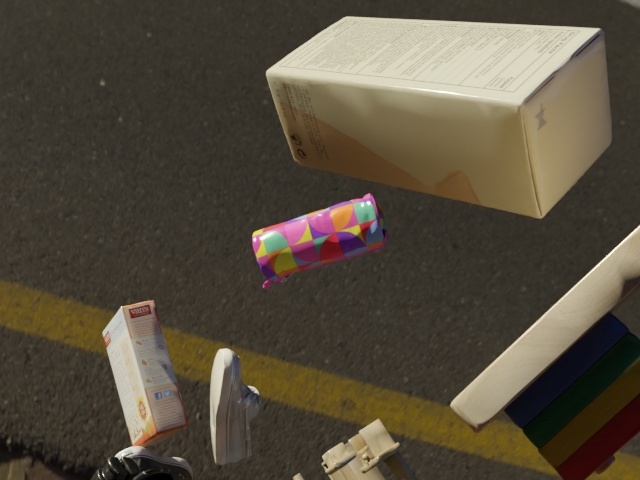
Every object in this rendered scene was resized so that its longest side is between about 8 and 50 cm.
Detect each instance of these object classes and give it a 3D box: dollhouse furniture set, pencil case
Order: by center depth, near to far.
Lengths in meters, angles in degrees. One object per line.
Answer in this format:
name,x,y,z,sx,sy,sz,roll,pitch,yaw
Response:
pencil case,0.000,0.000,1.417,0.236,0.104,0.104,-20,57,10
dollhouse furniture set,-0.032,0.505,1.426,0.355,0.303,0.174,-24,71,-33

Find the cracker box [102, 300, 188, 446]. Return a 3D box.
cracker box,-0.317,0.243,1.486,0.067,0.155,0.232,-11,74,-31

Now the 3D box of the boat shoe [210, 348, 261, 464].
boat shoe,-0.111,0.222,1.097,0.063,0.184,0.066,-4,24,-16

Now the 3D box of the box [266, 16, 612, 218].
box,0.111,-0.135,0.821,0.311,0.121,0.148,18,48,43

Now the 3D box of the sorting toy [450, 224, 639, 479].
sorting toy,0.231,0.053,0.574,0.089,0.255,0.257,48,9,18

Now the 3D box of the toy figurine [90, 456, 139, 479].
toy figurine,-0.267,0.429,1.139,0.213,0.148,0.209,32,12,-10

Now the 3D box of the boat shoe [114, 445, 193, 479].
boat shoe,-0.290,0.435,1.498,0.080,0.228,0.076,-34,57,-1
